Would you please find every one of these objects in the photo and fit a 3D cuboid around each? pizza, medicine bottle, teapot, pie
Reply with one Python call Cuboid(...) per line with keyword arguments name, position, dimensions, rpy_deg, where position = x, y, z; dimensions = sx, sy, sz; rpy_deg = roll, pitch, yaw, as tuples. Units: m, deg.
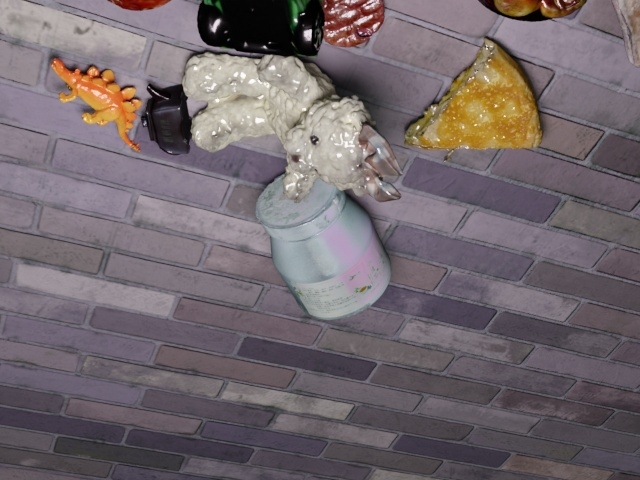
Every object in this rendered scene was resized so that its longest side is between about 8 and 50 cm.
Cuboid(name="pizza", position=(0.303, -0.274, 1.873), dimensions=(0.288, 0.075, 0.280), rpy_deg=(-17, 129, 14))
Cuboid(name="medicine bottle", position=(0.000, 0.000, 1.993), dimensions=(0.245, 0.245, 0.290), rpy_deg=(-19, 131, 13))
Cuboid(name="teapot", position=(-0.319, -0.246, 1.834), dimensions=(0.096, 0.087, 0.177), rpy_deg=(-2, 134, 3))
Cuboid(name="pie", position=(0.049, -0.439, 1.712), dimensions=(0.154, 0.038, 0.153), rpy_deg=(-2, 131, -2))

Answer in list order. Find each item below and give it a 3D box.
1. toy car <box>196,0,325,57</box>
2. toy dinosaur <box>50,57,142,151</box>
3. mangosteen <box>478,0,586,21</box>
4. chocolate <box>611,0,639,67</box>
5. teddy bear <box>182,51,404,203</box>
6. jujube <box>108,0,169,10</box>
Cuboid(name="toy car", position=(-0.101, -0.435, 1.531), dimensions=(0.214, 0.176, 0.358), rpy_deg=(7, 151, 12))
Cuboid(name="toy dinosaur", position=(-0.426, -0.278, 1.807), dimensions=(0.117, 0.070, 0.288), rpy_deg=(-27, 135, 19))
Cuboid(name="mangosteen", position=(0.381, -0.482, 1.513), dimensions=(0.275, 0.302, 0.275), rpy_deg=(-3, 136, -3))
Cuboid(name="chocolate", position=(0.621, -0.486, 1.674), dimensions=(0.185, 0.100, 0.303), rpy_deg=(-27, 134, 6))
Cuboid(name="teddy bear", position=(-0.064, -0.195, 1.710), dimensions=(0.376, 0.362, 0.327), rpy_deg=(-7, 133, -5))
Cuboid(name="jujube", position=(-0.327, -0.506, 1.502), dimensions=(0.213, 0.213, 0.232), rpy_deg=(-13, 133, 8))
